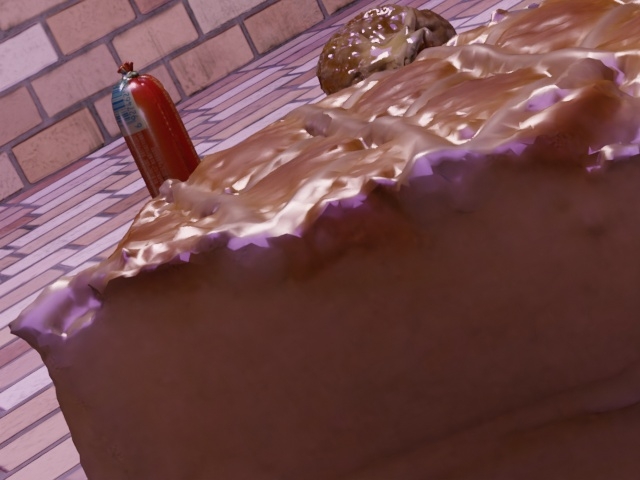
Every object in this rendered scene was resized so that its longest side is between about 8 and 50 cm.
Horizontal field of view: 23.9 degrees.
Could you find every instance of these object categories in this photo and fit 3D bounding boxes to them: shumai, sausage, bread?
[{"bbox_3d":[0.108,-0.238,2.014,0.209,0.161,0.153,-12,7,-15],"label":"shumai"},{"bbox_3d":[-0.172,-0.085,1.746,0.083,0.264,0.083,-23,11,5],"label":"sausage"},{"bbox_3d":[0.083,0.045,0.805,0.371,0.279,0.390,-21,13,14],"label":"bread"}]
